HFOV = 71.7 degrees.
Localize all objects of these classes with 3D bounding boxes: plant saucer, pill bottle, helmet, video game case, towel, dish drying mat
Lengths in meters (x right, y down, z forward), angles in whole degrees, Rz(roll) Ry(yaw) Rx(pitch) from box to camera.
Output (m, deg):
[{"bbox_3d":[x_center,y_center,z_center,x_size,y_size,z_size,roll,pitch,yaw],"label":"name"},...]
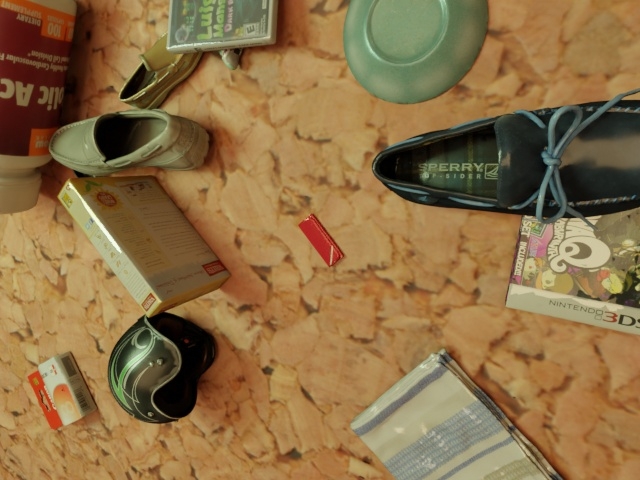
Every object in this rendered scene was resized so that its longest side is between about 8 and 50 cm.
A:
[{"bbox_3d":[0.114,-0.280,0.575,0.194,0.037,0.195,4,100,24],"label":"plant saucer"},{"bbox_3d":[-0.579,-0.260,0.775,0.224,0.224,0.392,25,108,18],"label":"pill bottle"},{"bbox_3d":[-0.278,0.222,0.761,0.169,0.169,0.162,30,93,16],"label":"helmet"},{"bbox_3d":[0.346,-0.011,0.516,0.210,0.042,0.232,11,103,22],"label":"video game case"},{"bbox_3d":[0.198,0.321,0.642,0.285,0.034,0.209,47,114,9],"label":"towel"},{"bbox_3d":[-0.142,-0.375,0.648,0.173,0.022,0.191,2,88,18],"label":"video game case"},{"bbox_3d":[0.000,0.000,0.687,0.032,0.008,0.083,-40,82,25],"label":"dish drying mat"}]

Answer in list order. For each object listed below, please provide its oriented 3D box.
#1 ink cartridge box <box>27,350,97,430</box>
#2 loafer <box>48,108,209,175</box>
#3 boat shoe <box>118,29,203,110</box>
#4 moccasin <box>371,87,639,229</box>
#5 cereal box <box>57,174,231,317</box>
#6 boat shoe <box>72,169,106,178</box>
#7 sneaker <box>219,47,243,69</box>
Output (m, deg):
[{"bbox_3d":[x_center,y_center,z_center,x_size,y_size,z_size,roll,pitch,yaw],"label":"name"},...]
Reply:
[{"bbox_3d":[-0.592,0.342,0.982,0.179,0.045,0.145,-29,86,22],"label":"ink cartridge box"},{"bbox_3d":[-0.339,-0.171,0.737,0.319,0.111,0.112,1,77,21],"label":"loafer"},{"bbox_3d":[-0.258,-0.284,0.714,0.190,0.072,0.068,-44,80,23],"label":"boat shoe"},{"bbox_3d":[0.213,-0.073,0.482,0.342,0.116,0.138,-4,93,39],"label":"moccasin"},{"bbox_3d":[-0.275,-0.003,0.715,0.047,0.173,0.240,-43,80,23],"label":"cereal box"},{"bbox_3d":[-0.415,-0.092,0.832,0.049,0.040,0.142,-44,80,23],"label":"boat shoe"},{"bbox_3d":[-0.119,-0.313,0.668,0.069,0.038,0.098,-2,99,24],"label":"sneaker"}]
